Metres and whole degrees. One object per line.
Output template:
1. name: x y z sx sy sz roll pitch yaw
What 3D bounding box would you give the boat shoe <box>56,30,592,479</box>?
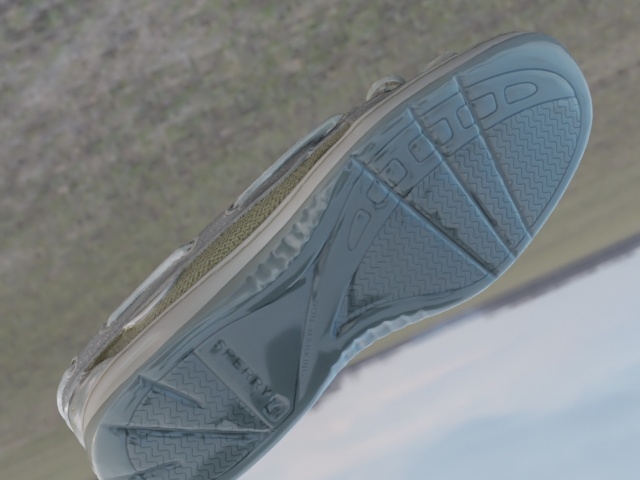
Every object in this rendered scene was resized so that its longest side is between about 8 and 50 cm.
1. boat shoe: 0.000 0.003 0.849 0.320 0.118 0.103 -43 -147 -6
